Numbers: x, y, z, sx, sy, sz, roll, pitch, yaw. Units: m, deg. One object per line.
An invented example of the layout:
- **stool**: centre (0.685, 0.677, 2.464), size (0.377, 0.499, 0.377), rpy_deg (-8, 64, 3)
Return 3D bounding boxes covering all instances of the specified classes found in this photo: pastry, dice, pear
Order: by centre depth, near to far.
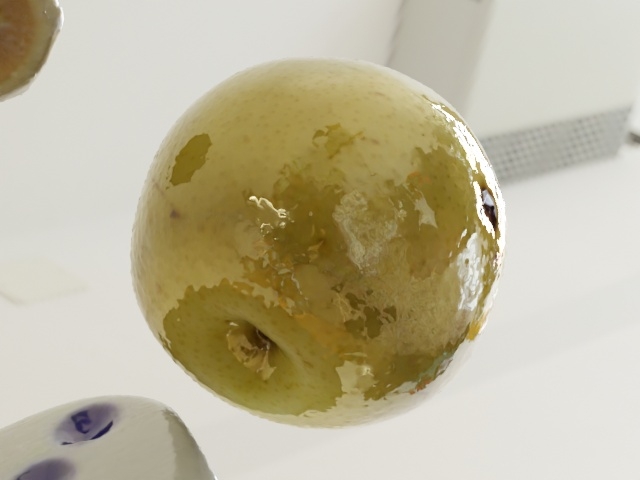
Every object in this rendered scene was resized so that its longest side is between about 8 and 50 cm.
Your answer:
- **dice**: centre (-0.191, 0.333, 1.562), size (0.277, 0.304, 0.304), rpy_deg (-24, -66, -12)
- **pastry**: centre (-0.303, -0.193, 1.576), size (0.166, 0.088, 0.166), rpy_deg (-4, -77, -16)
- **pear**: centre (0.000, 0.000, 1.614), size (0.348, 0.348, 0.348), rpy_deg (-32, -43, -36)
